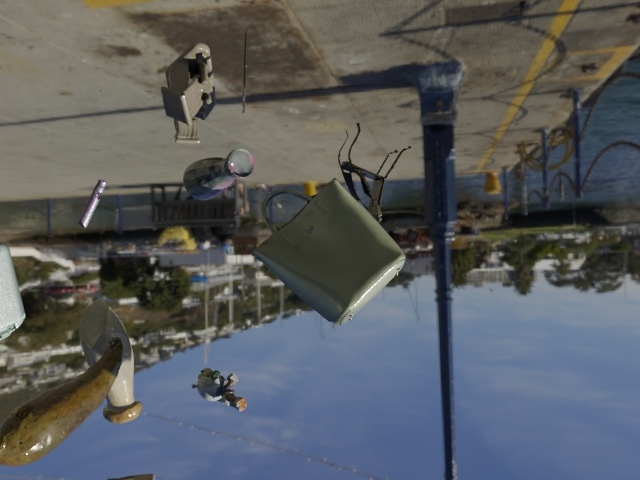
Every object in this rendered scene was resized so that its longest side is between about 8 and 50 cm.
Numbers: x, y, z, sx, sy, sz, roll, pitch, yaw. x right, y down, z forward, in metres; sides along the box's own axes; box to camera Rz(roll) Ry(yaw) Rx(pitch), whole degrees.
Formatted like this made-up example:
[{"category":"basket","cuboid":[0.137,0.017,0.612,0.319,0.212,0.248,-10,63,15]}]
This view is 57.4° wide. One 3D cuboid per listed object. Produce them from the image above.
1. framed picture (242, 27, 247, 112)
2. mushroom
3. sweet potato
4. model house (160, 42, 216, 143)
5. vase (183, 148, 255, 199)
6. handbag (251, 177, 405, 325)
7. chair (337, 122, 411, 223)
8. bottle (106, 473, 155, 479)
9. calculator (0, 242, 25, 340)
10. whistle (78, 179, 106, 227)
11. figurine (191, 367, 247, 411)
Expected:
[{"category":"framed picture","cuboid":[-0.235,-0.522,1.808,0.010,0.195,0.199,1,171,-7]},{"category":"mushroom","cuboid":[-0.584,0.339,1.626,0.128,0.350,0.128,-11,-175,1]},{"category":"sweet potato","cuboid":[-0.601,0.386,1.387,0.130,0.131,0.422,-2,-158,26]},{"category":"model house","cuboid":[-0.325,-0.347,1.453,0.122,0.188,0.229,0,141,-6]},{"category":"vase","cuboid":[-0.204,-0.138,1.187,0.086,0.086,0.214,-1,176,-33]},{"category":"handbag","cuboid":[0.000,0.000,1.183,0.241,0.315,0.109,-42,169,-13]},{"category":"chair","cuboid":[0.112,-0.153,1.417,0.149,0.213,0.174,16,180,-12]},{"category":"bottle","cuboid":[-0.387,0.493,1.091,0.152,0.099,0.099,-1,179,-15]},{"category":"calculator","cuboid":[-0.748,0.115,1.306,0.045,0.246,0.141,11,-156,33]},{"category":"whistle","cuboid":[-0.786,-0.128,2.012,0.033,0.177,0.033,24,176,2]},{"category":"figurine","cuboid":[-0.309,0.463,1.825,0.197,0.147,0.093,13,-136,25]}]
